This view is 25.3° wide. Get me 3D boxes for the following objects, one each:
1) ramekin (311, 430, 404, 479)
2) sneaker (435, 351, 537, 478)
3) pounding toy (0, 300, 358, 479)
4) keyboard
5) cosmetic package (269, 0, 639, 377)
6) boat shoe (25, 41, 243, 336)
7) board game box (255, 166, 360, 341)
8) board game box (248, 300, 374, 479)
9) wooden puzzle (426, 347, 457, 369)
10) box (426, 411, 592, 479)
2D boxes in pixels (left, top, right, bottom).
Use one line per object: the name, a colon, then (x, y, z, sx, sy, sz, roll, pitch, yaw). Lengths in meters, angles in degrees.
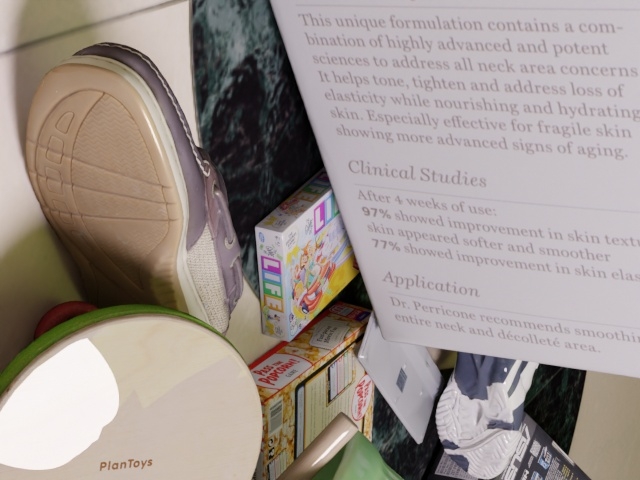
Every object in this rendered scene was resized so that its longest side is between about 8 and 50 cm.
ramekin: (-0.008, 0.294, 0.986, 0.303, 0.148, 0.303, -54, -178, 2)
sneaker: (0.192, 0.116, 1.434, 0.153, 0.094, 0.235, -32, 124, -42)
pounding toy: (-0.122, 0.121, 0.892, 0.237, 0.110, 0.183, 33, 91, -37)
keyboard: (0.076, 0.120, 1.325, 0.072, 0.014, 0.256, -66, 156, -17)
cosmetic package: (0.206, -0.146, 1.118, 0.327, 0.329, 0.393, -52, 137, -39)
boat shoe: (-0.105, -0.021, 0.893, 0.285, 0.103, 0.092, 79, 31, -47)
board game box: (0.000, 0.000, 1.179, 0.154, 0.026, 0.103, -43, 139, -47)
board game box: (-0.016, 0.155, 1.206, 0.193, 0.045, 0.146, -32, 130, -54)
wooden puzzle: (0.157, 0.023, 1.477, 0.221, 0.044, 0.238, 4, 99, -63)
box: (0.192, 0.422, 1.573, 0.318, 0.097, 0.395, 43, 63, -36)
